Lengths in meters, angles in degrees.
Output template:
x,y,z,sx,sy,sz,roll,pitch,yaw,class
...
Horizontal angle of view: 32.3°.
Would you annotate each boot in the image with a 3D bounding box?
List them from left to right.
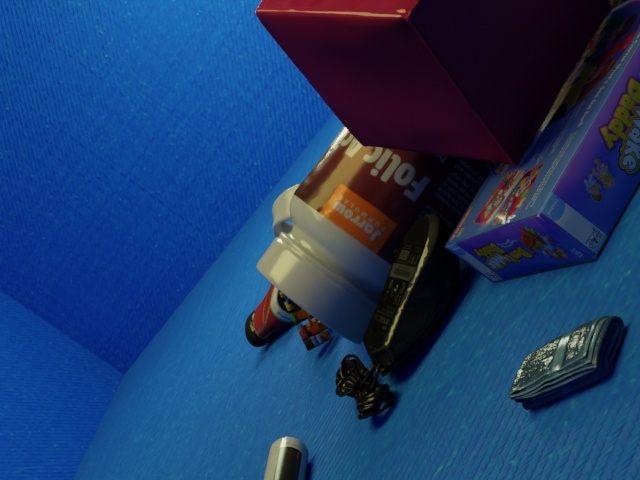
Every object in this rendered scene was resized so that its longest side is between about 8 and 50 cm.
x,y,z,sx,sy,sz,roll,pitch,yaw,class
-0.080,0.099,2.252,0.176,0.088,0.244,-45,16,46,boot

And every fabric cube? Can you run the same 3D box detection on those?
x,y,z,sx,sy,sz,roll,pitch,yaw,class
0.136,-0.271,1.303,0.258,0.254,0.259,13,63,49,fabric cube

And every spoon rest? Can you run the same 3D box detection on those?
x,y,z,sx,sy,sz,roll,pitch,yaw,class
0.000,0.000,1.777,0.084,0.276,0.137,-15,59,23,spoon rest

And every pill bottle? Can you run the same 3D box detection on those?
x,y,z,sx,sy,sz,roll,pitch,yaw,class
0.097,-0.064,1.573,0.392,0.224,0.224,-54,10,1,pill bottle

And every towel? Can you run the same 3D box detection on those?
x,y,z,sx,sy,sz,roll,pitch,yaw,class
0.219,0.108,0.990,0.119,0.029,0.067,-41,15,53,towel

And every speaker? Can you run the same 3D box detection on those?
x,y,z,sx,sy,sz,roll,pitch,yaw,class
-0.048,0.315,1.446,0.055,0.055,0.136,-50,10,20,speaker

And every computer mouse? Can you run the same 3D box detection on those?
x,y,z,sx,sy,sz,roll,pitch,yaw,class
0.113,0.099,1.426,0.272,0.072,0.188,-66,12,2,computer mouse

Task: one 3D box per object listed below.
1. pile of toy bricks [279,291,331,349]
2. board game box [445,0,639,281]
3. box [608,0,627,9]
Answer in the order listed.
x,y,z,sx,sy,sz,roll,pitch,yaw,class
0.000,0.111,1.852,0.105,0.118,0.212,-26,-8,-3,pile of toy bricks
0.301,-0.124,1.256,0.347,0.078,0.233,-56,10,-16,board game box
0.437,-0.426,1.272,0.295,0.073,0.293,-51,-15,-8,box
